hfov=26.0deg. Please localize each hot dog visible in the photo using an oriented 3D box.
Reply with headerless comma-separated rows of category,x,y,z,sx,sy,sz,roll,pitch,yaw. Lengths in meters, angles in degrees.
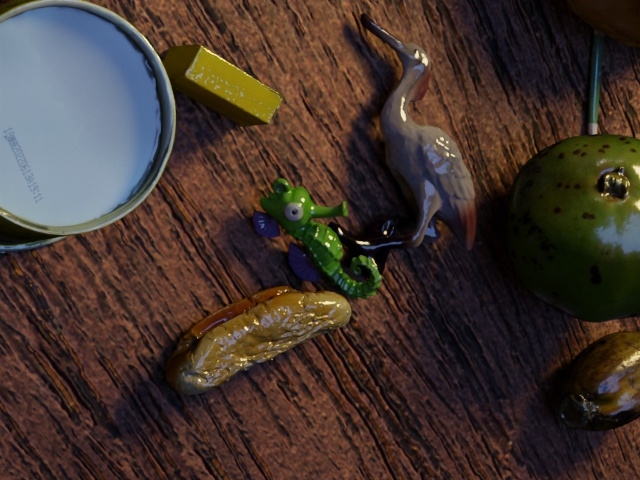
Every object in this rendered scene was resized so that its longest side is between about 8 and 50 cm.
hot dog,-0.077,0.107,1.648,0.242,0.084,0.073,-24,106,-22

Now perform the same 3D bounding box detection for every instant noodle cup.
instant noodle cup,-0.294,-0.130,1.440,0.311,0.221,0.311,-3,96,-28

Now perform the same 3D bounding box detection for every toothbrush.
toothbrush,0.374,-0.180,1.892,0.018,0.024,0.257,2,93,-48

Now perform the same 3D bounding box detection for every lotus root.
lotus root,0.406,0.187,1.889,0.209,0.120,0.120,-28,106,-23

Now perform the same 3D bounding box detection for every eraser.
eraser,-0.117,-0.177,1.597,0.122,0.097,0.045,30,80,-28

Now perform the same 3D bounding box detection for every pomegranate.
pomegranate,0.360,-0.006,1.785,0.254,0.254,0.271,-34,149,-21

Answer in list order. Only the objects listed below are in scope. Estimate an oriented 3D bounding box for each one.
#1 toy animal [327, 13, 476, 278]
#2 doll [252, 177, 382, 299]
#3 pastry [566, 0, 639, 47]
toy animal,0.120,-0.105,1.728,0.195,0.090,0.324,9,90,-21
doll,0.000,0.000,1.666,0.190,0.115,0.050,52,38,-20
pastry,0.452,-0.450,1.784,0.409,0.245,0.410,-3,95,-29
